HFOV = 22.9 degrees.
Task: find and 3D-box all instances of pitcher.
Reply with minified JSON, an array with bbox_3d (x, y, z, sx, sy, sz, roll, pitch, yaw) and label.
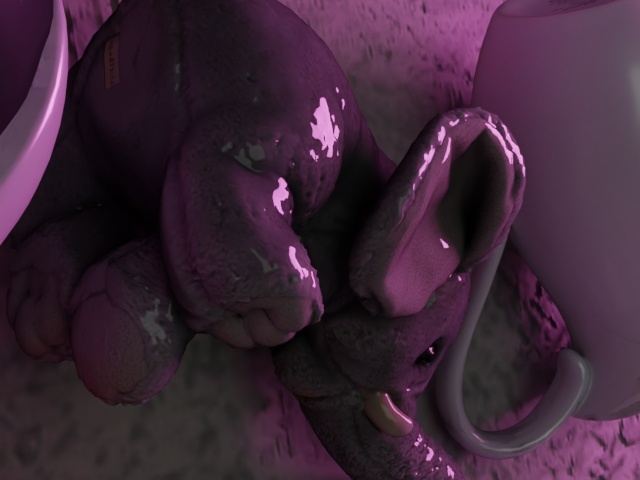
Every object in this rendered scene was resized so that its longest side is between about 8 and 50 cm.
[{"bbox_3d":[0.121,-0.010,0.744,0.178,0.125,0.207,-20,108,-20],"label":"pitcher"}]

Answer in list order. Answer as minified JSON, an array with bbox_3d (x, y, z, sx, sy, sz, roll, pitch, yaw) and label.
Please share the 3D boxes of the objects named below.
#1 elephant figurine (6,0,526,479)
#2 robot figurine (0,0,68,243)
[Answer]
[{"bbox_3d":[0.000,0.000,0.647,0.239,0.186,0.169,15,39,-43],"label":"elephant figurine"},{"bbox_3d":[-0.154,-0.087,0.346,0.209,0.278,0.173,1,58,5],"label":"robot figurine"}]
